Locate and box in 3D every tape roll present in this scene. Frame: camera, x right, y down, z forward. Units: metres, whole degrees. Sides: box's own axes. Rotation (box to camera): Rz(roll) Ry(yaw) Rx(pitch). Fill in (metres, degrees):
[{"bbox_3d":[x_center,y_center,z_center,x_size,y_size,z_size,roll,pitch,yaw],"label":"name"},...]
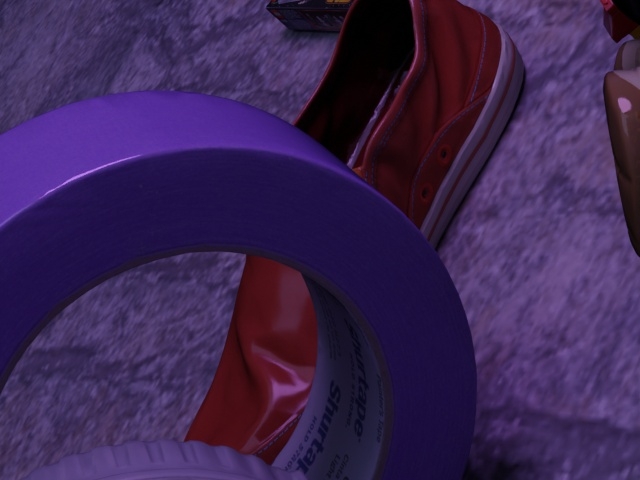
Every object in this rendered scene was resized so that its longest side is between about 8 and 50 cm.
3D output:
[{"bbox_3d":[-0.071,0.075,0.867,0.275,0.275,0.090,-50,28,2],"label":"tape roll"}]

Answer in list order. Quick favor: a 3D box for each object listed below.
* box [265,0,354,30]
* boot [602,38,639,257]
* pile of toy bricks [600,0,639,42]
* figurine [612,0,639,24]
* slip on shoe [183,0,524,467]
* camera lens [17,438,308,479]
[{"bbox_3d":[0.029,-0.182,1.267,0.094,0.027,0.137,-56,29,-12],"label":"box"},{"bbox_3d":[0.222,-0.055,0.777,0.203,0.095,0.262,-11,2,12],"label":"boot"},{"bbox_3d":[0.211,-0.191,0.945,0.212,0.105,0.118,-42,31,16],"label":"pile of toy bricks"},{"bbox_3d":[0.190,-0.135,0.773,0.214,0.209,0.092,-3,93,29],"label":"figurine"},{"bbox_3d":[0.000,0.000,1.032,0.123,0.101,0.331,2,60,53],"label":"slip on shoe"},{"bbox_3d":[-0.049,0.232,0.718,0.219,0.219,0.274,-45,30,11],"label":"camera lens"}]
